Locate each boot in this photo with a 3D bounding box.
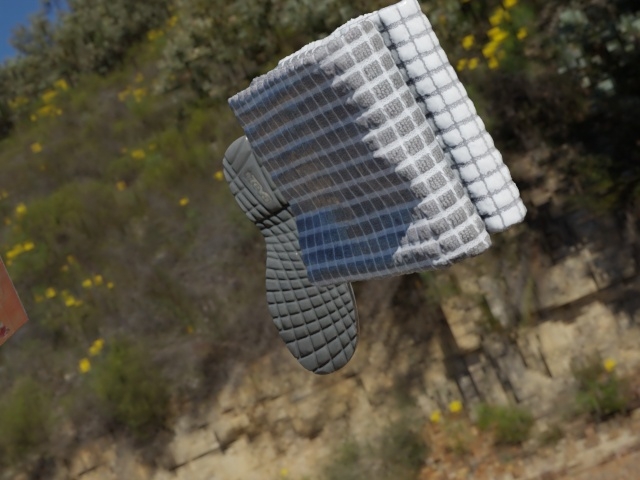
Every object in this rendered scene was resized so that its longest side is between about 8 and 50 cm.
[{"bbox_3d":[0.000,0.000,1.618,0.118,0.338,0.222,-17,0,21],"label":"boot"}]

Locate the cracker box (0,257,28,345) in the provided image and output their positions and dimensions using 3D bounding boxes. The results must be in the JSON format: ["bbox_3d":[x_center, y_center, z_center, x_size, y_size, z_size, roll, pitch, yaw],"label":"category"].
[{"bbox_3d":[-0.418,0.007,1.214,0.067,0.232,0.156,-47,-32,-30],"label":"cracker box"}]

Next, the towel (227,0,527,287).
[{"bbox_3d":[0.038,-0.078,1.127,0.121,0.235,0.283,-36,9,-26],"label":"towel"}]
